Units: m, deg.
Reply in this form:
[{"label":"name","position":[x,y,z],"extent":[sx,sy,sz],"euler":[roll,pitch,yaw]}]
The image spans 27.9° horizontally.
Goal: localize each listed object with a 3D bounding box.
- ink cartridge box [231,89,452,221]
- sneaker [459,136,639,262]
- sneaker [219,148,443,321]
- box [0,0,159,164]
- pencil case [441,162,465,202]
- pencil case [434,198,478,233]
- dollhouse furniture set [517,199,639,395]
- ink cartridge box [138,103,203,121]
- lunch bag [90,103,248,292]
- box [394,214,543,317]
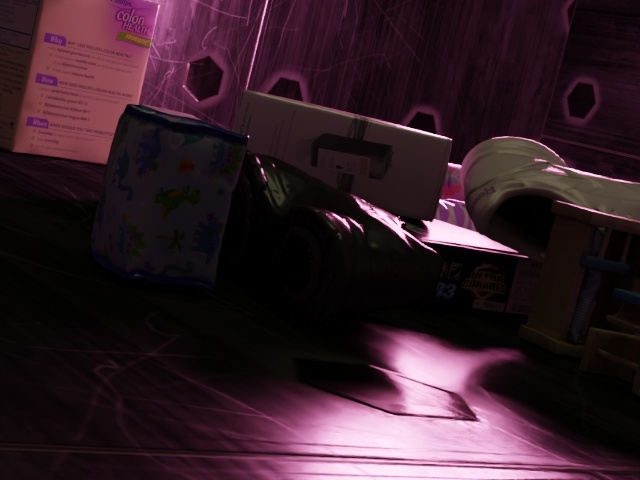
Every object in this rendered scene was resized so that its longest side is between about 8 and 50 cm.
[{"label":"ink cartridge box","position":[0.015,-0.090,1.339],"extent":[0.218,0.092,0.158],"euler":[15,6,-4]},{"label":"sneaker","position":[0.280,-0.002,1.254],"extent":[0.305,0.114,0.152],"euler":[14,28,0]},{"label":"sneaker","position":[0.000,0.000,1.082],"extent":[0.130,0.109,0.286],"euler":[5,18,-26]},{"label":"box","position":[-0.360,-0.240,1.796],"extent":[0.117,0.243,0.213],"euler":[19,9,35]},{"label":"pencil case","position":[0.171,-0.055,1.883],"extent":[0.284,0.124,0.124],"euler":[16,6,30]},{"label":"pencil case","position":[0.212,-0.007,1.677],"extent":[0.206,0.086,0.088],"euler":[11,26,-25]},{"label":"dollhouse furniture set","position":[0.284,0.054,1.101],"extent":[0.129,0.129,0.184],"euler":[11,6,-24]},{"label":"ink cartridge box","position":[-0.174,-0.084,1.400],"extent":[0.067,0.115,0.198],"euler":[12,5,-12]},{"label":"lunch bag","position":[-0.131,-0.038,1.020],"extent":[0.096,0.128,0.151],"euler":[11,5,-33]},{"label":"box","position":[0.056,0.004,1.336],"extent":[0.293,0.073,0.295],"euler":[11,6,-33]}]
